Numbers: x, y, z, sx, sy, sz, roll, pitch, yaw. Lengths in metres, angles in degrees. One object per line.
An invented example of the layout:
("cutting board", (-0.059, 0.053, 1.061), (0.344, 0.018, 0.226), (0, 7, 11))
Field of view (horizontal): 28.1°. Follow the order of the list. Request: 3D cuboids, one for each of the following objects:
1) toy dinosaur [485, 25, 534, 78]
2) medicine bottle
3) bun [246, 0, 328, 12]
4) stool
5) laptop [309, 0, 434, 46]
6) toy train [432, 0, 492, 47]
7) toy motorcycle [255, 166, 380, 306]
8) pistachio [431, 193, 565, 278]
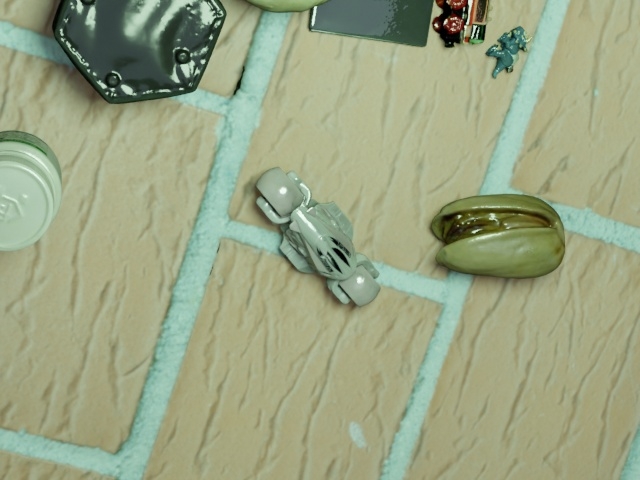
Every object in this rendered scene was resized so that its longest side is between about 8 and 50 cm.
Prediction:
("toy dinosaur", (0.278, -0.278, 1.886), (0.047, 0.030, 0.083), (42, 92, -15))
("medicine bottle", (-0.410, -0.065, 1.684), (0.139, 0.237, 0.139), (-2, 104, -10))
("bun", (-0.055, -0.414, 1.735), (0.231, 0.133, 0.231), (-2, 94, -35))
("stool", (-0.243, -0.295, 1.717), (0.232, 0.141, 0.232), (-3, 102, -12))
("laptop", (0.077, -0.353, 1.837), (0.180, 0.016, 0.129), (6, 101, -12))
("toy train", (0.214, -0.346, 1.849), (0.087, 0.050, 0.137), (4, 101, -16))
("toy motorcycle", (0.000, 0.000, 1.849), (0.112, 0.112, 0.254), (-41, 108, -1))
("pistachio", (0.268, -0.003, 1.905), (0.206, 0.131, 0.129), (0, 57, -7))
